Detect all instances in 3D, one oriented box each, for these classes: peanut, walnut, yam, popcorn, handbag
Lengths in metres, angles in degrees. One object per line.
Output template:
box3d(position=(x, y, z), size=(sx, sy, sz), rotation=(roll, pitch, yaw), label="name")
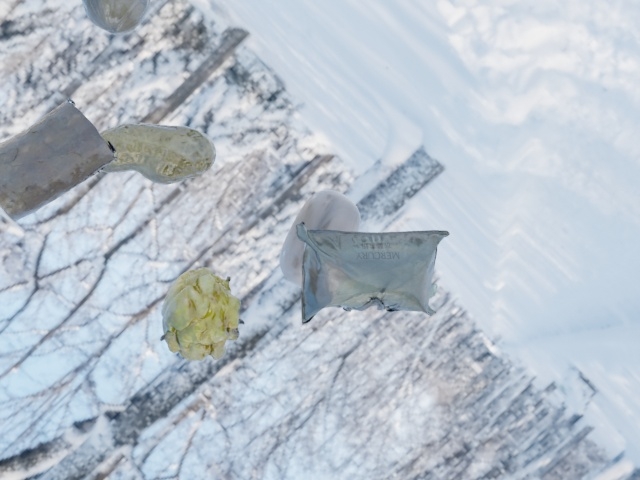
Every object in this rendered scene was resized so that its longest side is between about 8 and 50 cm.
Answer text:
box3d(position=(-0.299, -0.155, 1.397), size=(0.226, 0.108, 0.095), rotation=(5, 172, -3), label="peanut")
box3d(position=(-0.404, -0.490, 1.561), size=(0.140, 0.140, 0.162), rotation=(39, -145, -57), label="walnut")
box3d(position=(-0.284, -0.080, 0.806), size=(0.084, 0.127, 0.084), rotation=(44, 161, 19), label="yam")
box3d(position=(-0.199, 0.124, 1.303), size=(0.148, 0.152, 0.167), rotation=(67, 153, 18), label="popcorn")
box3d(position=(0.084, 0.061, 1.352), size=(0.270, 0.182, 0.117), rotation=(1, -160, -14), label="handbag")

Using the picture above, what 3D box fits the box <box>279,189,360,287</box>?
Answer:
box3d(position=(0.000, 0.000, 1.533), size=(0.088, 0.200, 0.146), rotation=(26, 178, 36), label="box")
